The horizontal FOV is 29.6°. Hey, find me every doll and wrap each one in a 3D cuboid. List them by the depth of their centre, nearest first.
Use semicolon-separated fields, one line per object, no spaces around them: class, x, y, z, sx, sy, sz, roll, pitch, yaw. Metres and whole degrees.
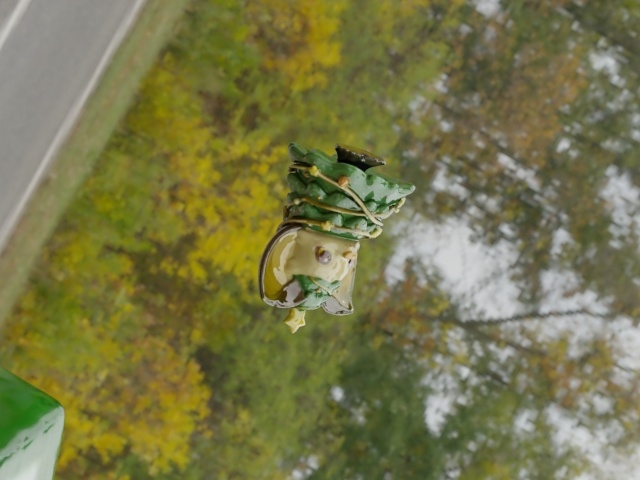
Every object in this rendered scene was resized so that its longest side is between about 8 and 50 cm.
doll;-0.005;-0.008;0.709;0.077;0.078;0.113;48;-65;37

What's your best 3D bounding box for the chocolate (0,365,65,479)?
chocolate;-0.298;0.080;0.376;0.161;0.341;0.360;-61;170;17
